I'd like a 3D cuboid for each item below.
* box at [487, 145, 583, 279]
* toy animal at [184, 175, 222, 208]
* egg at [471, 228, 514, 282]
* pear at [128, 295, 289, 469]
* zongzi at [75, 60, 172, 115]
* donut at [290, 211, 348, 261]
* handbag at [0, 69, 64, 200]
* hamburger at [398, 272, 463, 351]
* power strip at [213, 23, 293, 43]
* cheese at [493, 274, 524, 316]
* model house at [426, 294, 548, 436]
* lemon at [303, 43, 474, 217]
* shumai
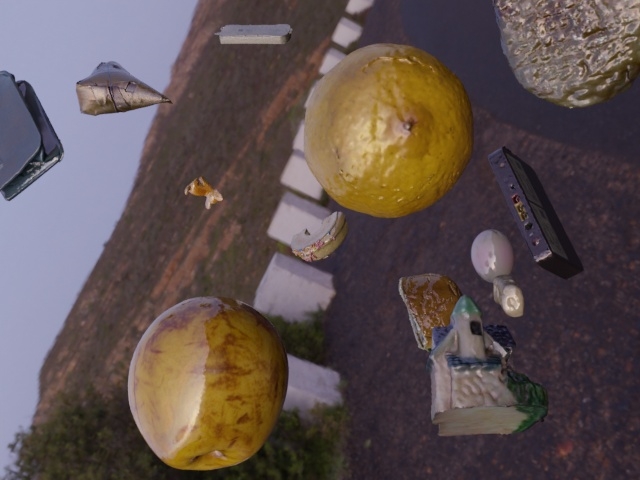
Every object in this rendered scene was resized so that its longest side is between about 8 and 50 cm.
[{"bbox_3d":[0.559,-0.072,1.796,0.058,0.211,0.350,-34,55,30],"label":"box"},{"bbox_3d":[-0.286,-0.114,1.702,0.060,0.083,0.081,-44,-1,34],"label":"toy animal"},{"bbox_3d":[0.417,0.038,1.663,0.103,0.103,0.135,129,143,-61],"label":"egg"},{"bbox_3d":[-0.182,0.235,1.135,0.280,0.281,0.281,-62,7,13],"label":"pear"},{"bbox_3d":[-0.569,-0.468,2.086,0.260,0.289,0.123,-87,-6,-58],"label":"zongzi"},{"bbox_3d":[-0.003,0.004,1.720,0.166,0.065,0.108,-26,30,28],"label":"donut"},{"bbox_3d":[-0.630,-0.210,1.374,0.179,0.229,0.062,-36,-21,11],"label":"handbag"},{"bbox_3d":[0.410,0.242,2.436,0.132,0.211,0.309,83,170,-61],"label":"hamburger"},{"bbox_3d":[-0.187,-0.571,1.907,0.080,0.227,0.029,-76,-14,-48],"label":"power strip"},{"bbox_3d":[0.363,0.103,1.330,0.194,0.043,0.065,-19,-72,-80],"label":"cheese"},{"bbox_3d":[0.355,0.281,1.557,0.298,0.243,0.284,80,-176,-63],"label":"model house"},{"bbox_3d":[0.104,-0.168,1.072,0.293,0.293,0.293,-62,7,13],"label":"lemon"},{"bbox_3d":[0.565,-0.498,1.422,0.323,0.324,0.397,-35,-58,-46],"label":"shumai"}]
